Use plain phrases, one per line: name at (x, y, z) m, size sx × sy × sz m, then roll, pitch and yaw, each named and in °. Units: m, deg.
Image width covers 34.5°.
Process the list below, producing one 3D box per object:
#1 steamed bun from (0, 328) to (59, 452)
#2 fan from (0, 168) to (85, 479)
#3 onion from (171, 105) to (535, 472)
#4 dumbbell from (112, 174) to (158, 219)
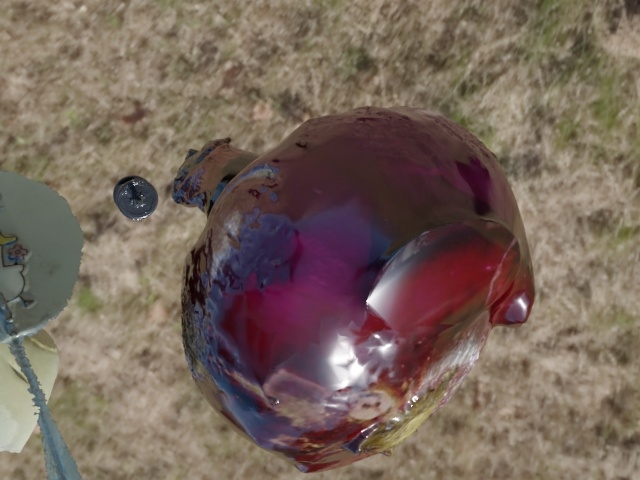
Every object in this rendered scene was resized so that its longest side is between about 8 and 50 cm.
steamed bun at (-0.580, 0.236, 1.706) m, size 0.290 × 0.272 × 0.273 m, roll 33°, pitch 96°, yaw -37°
fan at (-0.341, 0.083, 1.122) m, size 0.414 × 0.233 × 0.012 m, roll 59°, pitch 162°, yaw 21°
onion at (0.000, 0.000, 1.081) m, size 0.420 × 0.398 × 0.398 m, roll 49°, pitch 147°, yaw 33°
dumbbell at (-0.312, -0.073, 1.739) m, size 0.069 × 0.069 × 0.147 m, roll 47°, pitch 175°, yaw -20°
